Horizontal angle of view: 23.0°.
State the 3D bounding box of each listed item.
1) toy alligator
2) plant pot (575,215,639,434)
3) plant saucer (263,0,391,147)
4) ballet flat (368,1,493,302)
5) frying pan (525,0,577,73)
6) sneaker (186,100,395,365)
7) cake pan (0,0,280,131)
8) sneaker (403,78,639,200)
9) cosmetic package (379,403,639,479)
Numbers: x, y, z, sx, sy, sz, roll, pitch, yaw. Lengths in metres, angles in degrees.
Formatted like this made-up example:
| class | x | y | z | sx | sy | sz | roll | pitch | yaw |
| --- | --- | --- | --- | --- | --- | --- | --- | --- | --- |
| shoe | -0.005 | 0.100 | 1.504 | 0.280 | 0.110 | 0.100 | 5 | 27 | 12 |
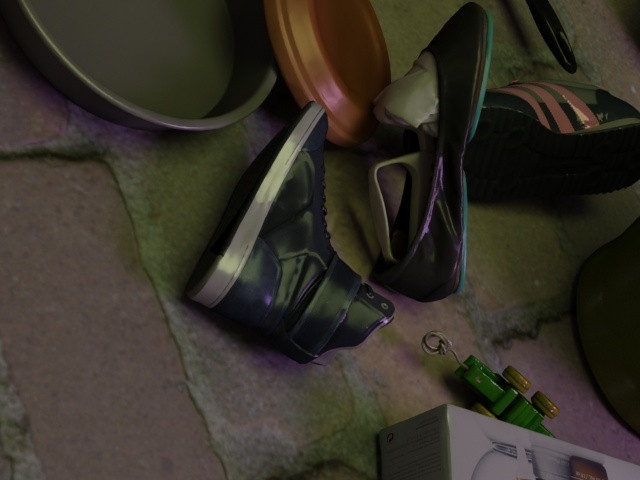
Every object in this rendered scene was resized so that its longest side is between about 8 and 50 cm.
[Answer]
| class | x | y | z | sx | sy | sz | roll | pitch | yaw |
| --- | --- | --- | --- | --- | --- | --- | --- | --- | --- |
| toy alligator | 0.159 | 0.138 | 1.462 | 0.190 | 0.056 | 0.051 | 41 | 3 | -17 |
| plant pot | 0.459 | 0.047 | 1.567 | 0.366 | 0.353 | 0.366 | 21 | 55 | -33 |
| plant saucer | 0.013 | -0.186 | 1.467 | 0.200 | 0.037 | 0.200 | 42 | 39 | -46 |
| ballet flat | 0.096 | -0.084 | 1.437 | 0.096 | 0.095 | 0.280 | 6 | 89 | -17 |
| frying pan | 0.211 | -0.350 | 1.783 | 0.326 | 0.053 | 0.197 | 53 | 43 | -9 |
| sneaker | -0.001 | 0.001 | 1.346 | 0.163 | 0.086 | 0.226 | 33 | 57 | -12 |
| cake pan | -0.160 | -0.217 | 1.354 | 0.293 | 0.054 | 0.293 | 22 | 54 | -33 |
| sneaker | 0.198 | -0.116 | 1.623 | 0.319 | 0.112 | 0.131 | 3 | 34 | -36 |
| cosmetic package | 0.222 | 0.327 | 1.380 | 0.377 | 0.097 | 0.284 | 20 | 57 | -35 |
